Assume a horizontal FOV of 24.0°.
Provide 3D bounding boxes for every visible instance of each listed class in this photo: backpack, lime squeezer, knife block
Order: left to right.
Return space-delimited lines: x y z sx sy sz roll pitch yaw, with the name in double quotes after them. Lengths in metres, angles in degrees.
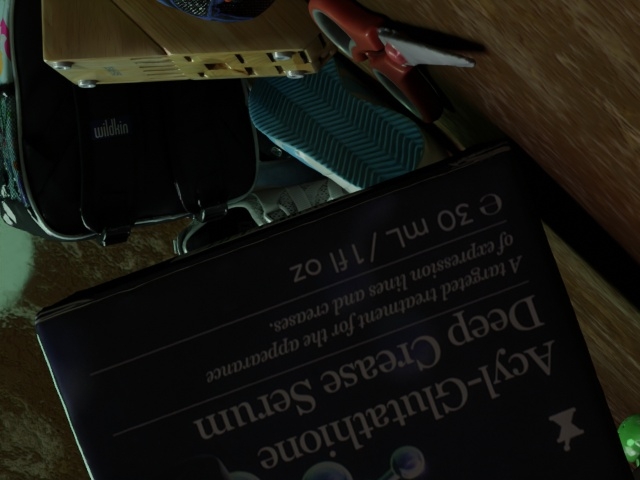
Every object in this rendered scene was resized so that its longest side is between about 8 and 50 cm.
-0.179 -0.143 1.265 0.191 0.225 0.253 21 120 57 "backpack"
-0.130 -0.240 1.106 0.275 0.242 0.088 -2 175 6 "knife block"
0.389 0.237 1.658 0.110 0.059 0.310 8 157 31 "lime squeezer"

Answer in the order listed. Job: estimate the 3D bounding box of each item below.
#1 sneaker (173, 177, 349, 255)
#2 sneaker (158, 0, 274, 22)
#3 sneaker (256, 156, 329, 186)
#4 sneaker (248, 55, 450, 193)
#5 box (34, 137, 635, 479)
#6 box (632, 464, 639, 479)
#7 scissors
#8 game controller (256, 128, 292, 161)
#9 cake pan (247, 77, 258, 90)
0.000 0.000 1.271 0.115 0.281 0.105 -22 -79 -51 "sneaker"
-0.053 -0.157 0.811 0.087 0.083 0.221 38 -179 12 "sneaker"
-0.086 -0.006 1.463 0.148 0.350 0.131 53 173 8 "sneaker"
0.023 -0.079 1.164 0.092 0.087 0.229 41 -176 -44 "sneaker"
0.036 0.172 0.948 0.212 0.293 0.395 -130 20 -87 "box"
0.324 0.242 1.015 0.191 0.143 0.381 43 178 -1 "box"
0.033 -0.112 0.832 0.109 0.021 0.297 45 -179 0 "scissors"
0.025 -0.051 1.631 0.319 0.067 0.166 31 177 4 "game controller"
-0.140 -0.254 1.659 0.293 0.054 0.293 43 180 0 "cake pan"
